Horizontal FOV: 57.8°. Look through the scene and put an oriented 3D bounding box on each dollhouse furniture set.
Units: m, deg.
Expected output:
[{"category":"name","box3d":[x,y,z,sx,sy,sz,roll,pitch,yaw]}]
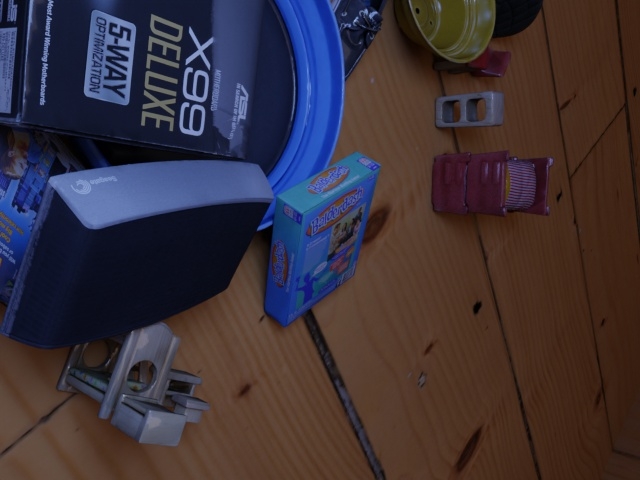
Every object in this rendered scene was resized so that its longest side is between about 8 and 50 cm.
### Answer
[{"category":"dollhouse furniture set","box3d":[-0.154,0.144,0.621,0.161,0.182,0.101,27,76,-44]},{"category":"dollhouse furniture set","box3d":[0.332,-0.232,1.101,0.201,0.152,0.373,-7,100,-46]}]

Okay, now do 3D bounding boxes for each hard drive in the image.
[{"category":"hard drive","box3d":[-0.150,0.008,0.543,0.255,0.054,0.172,-16,141,-59]}]

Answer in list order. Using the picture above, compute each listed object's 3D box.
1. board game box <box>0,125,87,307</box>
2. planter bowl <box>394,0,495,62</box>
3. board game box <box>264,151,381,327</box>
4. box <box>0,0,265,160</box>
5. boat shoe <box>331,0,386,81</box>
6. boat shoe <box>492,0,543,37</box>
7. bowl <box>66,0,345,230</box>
[{"category":"board game box","box3d":[-0.278,-0.009,0.502,0.194,0.060,0.194,71,24,-56]},{"category":"planter bowl","box3d":[0.190,-0.396,0.968,0.217,0.090,0.217,0,90,-36]},{"category":"board game box","box3d":[0.000,0.000,0.796,0.160,0.047,0.210,-33,147,-39]},{"category":"box","box3d":[-0.151,-0.235,0.504,0.242,0.077,0.307,1,98,-56]},{"category":"boat shoe","box3d":[0.061,-0.333,0.863,0.080,0.076,0.228,35,70,-43]},{"category":"boat shoe","box3d":[0.344,-0.510,1.057,0.324,0.123,0.119,57,33,-66]},{"category":"bowl","box3d":[-0.127,-0.200,0.685,0.391,0.077,0.390,-7,100,-45]}]
